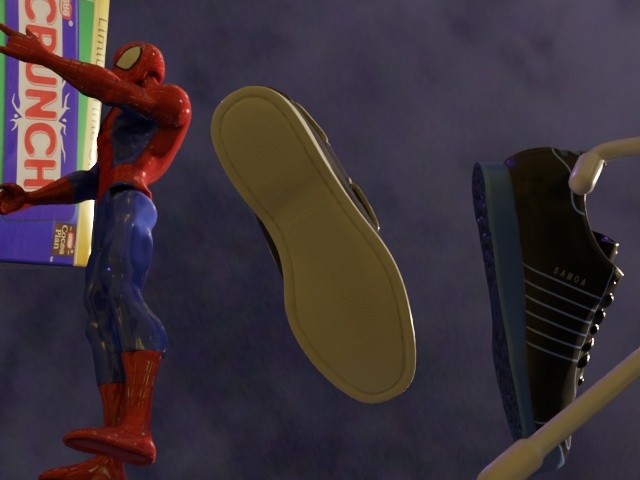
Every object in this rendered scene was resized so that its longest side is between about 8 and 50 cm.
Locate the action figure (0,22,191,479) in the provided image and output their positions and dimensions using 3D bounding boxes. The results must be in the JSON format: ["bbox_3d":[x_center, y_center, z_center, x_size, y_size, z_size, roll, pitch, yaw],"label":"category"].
[{"bbox_3d":[-0.146,-0.011,0.737,0.139,0.091,0.280,17,-125,-18],"label":"action figure"}]

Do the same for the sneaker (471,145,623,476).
[{"bbox_3d":[0.164,0.050,0.907,0.090,0.081,0.232,-9,-75,-2],"label":"sneaker"}]

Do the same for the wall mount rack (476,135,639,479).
[{"bbox_3d":[0.210,0.104,0.791,0.130,0.350,0.304,-10,-146,26],"label":"wall mount rack"}]

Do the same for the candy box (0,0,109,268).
[{"bbox_3d":[-0.303,-0.117,0.965,0.122,0.317,0.268,1,-93,30],"label":"candy box"}]

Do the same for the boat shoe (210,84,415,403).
[{"bbox_3d":[0.000,0.000,0.488,0.046,0.038,0.125,-31,-90,13],"label":"boat shoe"}]
